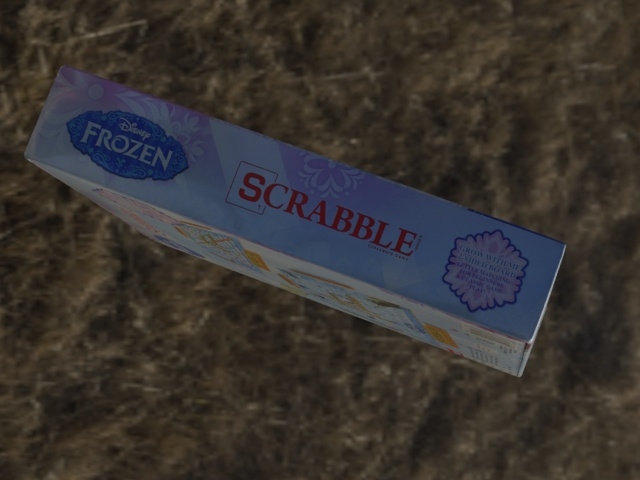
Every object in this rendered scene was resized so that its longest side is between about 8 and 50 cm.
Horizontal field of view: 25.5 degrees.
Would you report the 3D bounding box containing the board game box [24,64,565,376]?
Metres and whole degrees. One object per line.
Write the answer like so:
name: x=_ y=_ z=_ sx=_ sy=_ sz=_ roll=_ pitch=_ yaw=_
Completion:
board game box: x=0.000 y=0.000 z=0.958 sx=0.319 sy=0.318 sz=0.066 roll=55 pitch=56 yaw=-79
